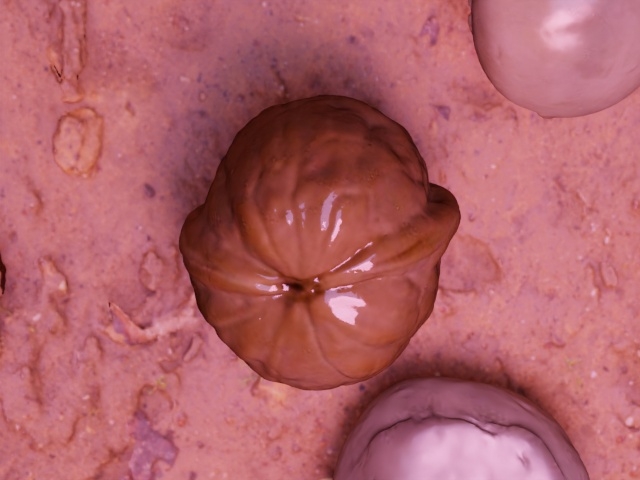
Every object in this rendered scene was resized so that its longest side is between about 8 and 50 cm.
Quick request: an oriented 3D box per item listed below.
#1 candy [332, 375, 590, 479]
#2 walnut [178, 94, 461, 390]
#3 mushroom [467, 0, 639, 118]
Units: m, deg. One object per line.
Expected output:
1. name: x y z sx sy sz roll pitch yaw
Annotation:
1. candy: 0.152 0.282 1.881 0.296 0.185 0.295 0 92 12
2. walnut: 0.000 0.000 1.772 0.285 0.285 0.296 -8 110 1
3. mushroom: 0.193 -0.279 1.734 0.336 0.314 0.314 15 103 23
